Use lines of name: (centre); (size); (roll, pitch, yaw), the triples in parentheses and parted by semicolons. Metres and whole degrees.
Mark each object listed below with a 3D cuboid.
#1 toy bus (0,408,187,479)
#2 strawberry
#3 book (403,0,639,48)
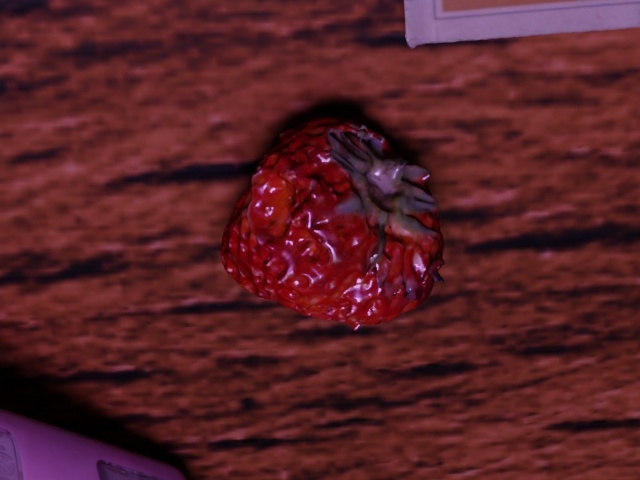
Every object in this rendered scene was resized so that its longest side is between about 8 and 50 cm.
toy bus: (-0.127, 0.103, 0.693); (0.090, 0.063, 0.203); (-28, 148, 25)
strawberry: (0.000, 0.000, 0.646); (0.073, 0.073, 0.083); (31, 136, -27)
book: (0.102, -0.162, 0.537); (0.170, 0.018, 0.242); (-4, 132, 2)
